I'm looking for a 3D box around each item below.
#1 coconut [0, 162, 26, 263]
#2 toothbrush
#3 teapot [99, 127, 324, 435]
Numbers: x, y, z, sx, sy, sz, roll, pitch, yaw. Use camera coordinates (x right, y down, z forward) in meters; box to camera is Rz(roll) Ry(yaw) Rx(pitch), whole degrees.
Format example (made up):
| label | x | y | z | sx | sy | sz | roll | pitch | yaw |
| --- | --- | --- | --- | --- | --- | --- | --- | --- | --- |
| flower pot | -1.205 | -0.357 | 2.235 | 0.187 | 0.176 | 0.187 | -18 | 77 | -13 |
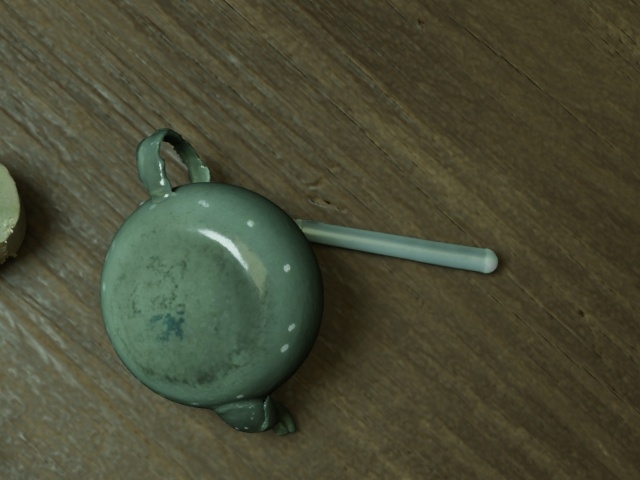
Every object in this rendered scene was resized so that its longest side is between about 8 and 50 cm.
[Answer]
| label | x | y | z | sx | sy | sz | roll | pitch | yaw |
| --- | --- | --- | --- | --- | --- | --- | --- | --- | --- |
| coconut | -0.311 | -0.024 | 0.871 | 0.116 | 0.122 | 0.116 | 1 | 81 | -7 |
| toothbrush | 0.000 | -0.002 | 0.961 | 0.342 | 0.025 | 0.030 | 7 | 88 | -7 |
| teapot | -0.090 | 0.045 | 0.877 | 0.193 | 0.129 | 0.295 | -17 | 93 | 18 |
